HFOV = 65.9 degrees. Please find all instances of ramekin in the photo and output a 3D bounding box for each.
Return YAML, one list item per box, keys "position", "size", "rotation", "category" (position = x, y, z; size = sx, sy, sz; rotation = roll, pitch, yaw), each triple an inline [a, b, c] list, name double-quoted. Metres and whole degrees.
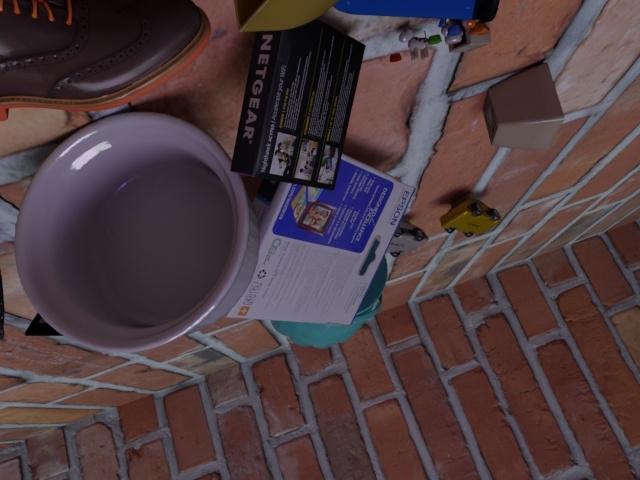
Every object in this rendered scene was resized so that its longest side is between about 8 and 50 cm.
- position: [-0.209, -0.004, 0.617]
  size: [0.277, 0.277, 0.135]
  rotation: [-21, 168, 2]
  category: "ramekin"

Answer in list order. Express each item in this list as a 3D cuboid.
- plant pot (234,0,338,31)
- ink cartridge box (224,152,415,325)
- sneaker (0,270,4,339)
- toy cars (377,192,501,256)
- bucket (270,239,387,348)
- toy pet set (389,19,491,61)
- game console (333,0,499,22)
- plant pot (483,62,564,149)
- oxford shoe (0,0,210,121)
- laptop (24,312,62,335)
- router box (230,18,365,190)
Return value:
- position: [-0.024, -0.233, 0.429]
  size: [0.083, 0.081, 0.081]
  rotation: [-9, 180, -33]
  category: "plant pot"
- position: [0.000, 0.000, 0.857]
  size: [0.307, 0.072, 0.303]
  rotation: [14, 104, -49]
  category: "ink cartridge box"
- position: [-0.581, 0.117, 0.761]
  size: [0.146, 0.134, 0.343]
  rotation: [0, 153, -43]
  category: "sneaker"
- position: [0.282, -0.047, 1.273]
  size: [0.394, 0.087, 0.176]
  rotation: [-14, 155, -8]
  category: "toy cars"
- position: [0.009, 0.088, 1.098]
  size: [0.281, 0.281, 0.183]
  rotation: [-14, 157, -18]
  category: "bucket"
- position: [0.153, -0.260, 0.580]
  size: [0.114, 0.065, 0.122]
  rotation: [-14, -170, -26]
  category: "toy pet set"
- position: [0.123, -0.344, 0.395]
  size: [0.250, 0.173, 0.293]
  rotation: [9, 164, 12]
  category: "game console"
- position: [0.337, -0.217, 0.842]
  size: [0.096, 0.109, 0.109]
  rotation: [-10, 162, 7]
  category: "plant pot"
- position: [-0.229, -0.169, 0.413]
  size: [0.272, 0.096, 0.098]
  rotation: [-18, 155, -8]
  category: "oxford shoe"
- position: [-0.284, 0.083, 0.819]
  size: [0.234, 0.136, 0.264]
  rotation: [-2, 172, 13]
  category: "laptop"
- position: [-0.022, -0.153, 0.560]
  size: [0.046, 0.178, 0.133]
  rotation: [19, -169, 40]
  category: "router box"
